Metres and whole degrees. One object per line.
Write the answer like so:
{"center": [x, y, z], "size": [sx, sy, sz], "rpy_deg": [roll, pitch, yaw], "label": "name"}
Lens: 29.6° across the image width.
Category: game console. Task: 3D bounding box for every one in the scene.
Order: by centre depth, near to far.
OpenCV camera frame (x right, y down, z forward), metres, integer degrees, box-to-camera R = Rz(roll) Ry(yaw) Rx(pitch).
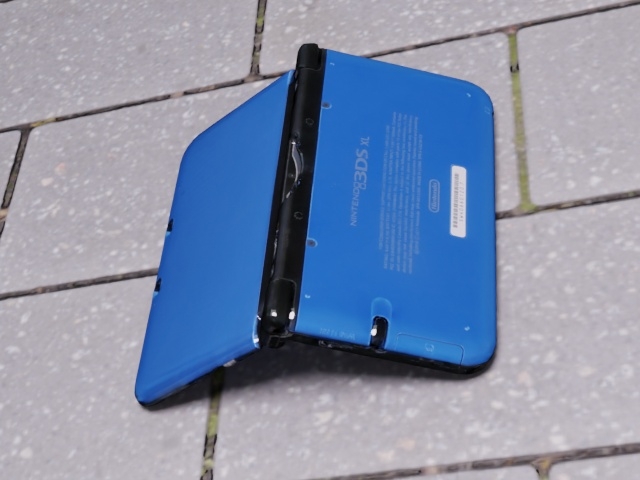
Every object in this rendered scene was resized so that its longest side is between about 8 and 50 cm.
{"center": [0.000, 0.000, 1.001], "size": [0.250, 0.173, 0.293], "rpy_deg": [12, 52, -8], "label": "game console"}
